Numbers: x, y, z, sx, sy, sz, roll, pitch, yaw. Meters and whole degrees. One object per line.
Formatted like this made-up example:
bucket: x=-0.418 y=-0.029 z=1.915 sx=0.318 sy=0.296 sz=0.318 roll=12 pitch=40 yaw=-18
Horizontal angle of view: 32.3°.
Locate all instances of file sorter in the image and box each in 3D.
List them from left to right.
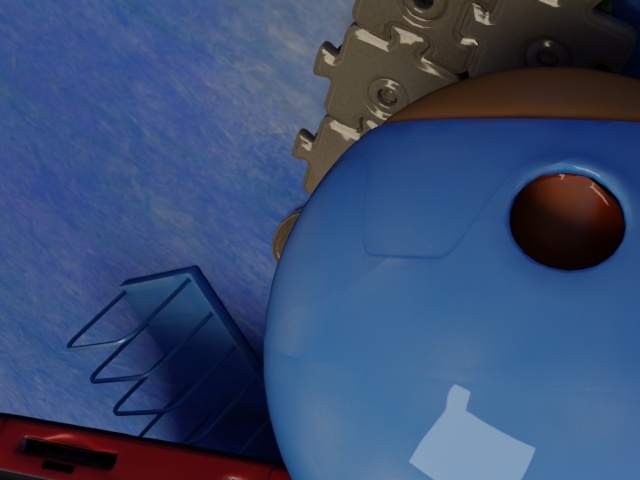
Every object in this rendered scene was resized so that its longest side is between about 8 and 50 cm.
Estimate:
file sorter: x=-0.137 y=0.128 z=1.038 sx=0.118 sy=0.104 sz=0.170 roll=-12 pitch=116 yaw=45

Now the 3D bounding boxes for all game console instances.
game console: x=-0.098 y=0.253 z=1.004 sx=0.386 sy=0.060 sz=0.342 roll=5 pitch=154 yaw=26

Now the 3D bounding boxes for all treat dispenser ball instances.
treat dispenser ball: x=0.114 y=0.056 z=0.566 sx=0.288 sy=0.288 sz=0.288 roll=23 pitch=137 yaw=23

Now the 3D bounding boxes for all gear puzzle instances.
gear puzzle: x=0.092 y=-0.115 z=0.665 sx=0.175 sy=0.044 sz=0.339 roll=28 pitch=140 yaw=8

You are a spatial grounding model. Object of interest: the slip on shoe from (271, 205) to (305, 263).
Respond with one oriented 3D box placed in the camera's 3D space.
slip on shoe: x=0.000 y=0.000 z=0.850 sx=0.135 sy=0.041 sz=0.051 roll=-21 pitch=110 yaw=49
